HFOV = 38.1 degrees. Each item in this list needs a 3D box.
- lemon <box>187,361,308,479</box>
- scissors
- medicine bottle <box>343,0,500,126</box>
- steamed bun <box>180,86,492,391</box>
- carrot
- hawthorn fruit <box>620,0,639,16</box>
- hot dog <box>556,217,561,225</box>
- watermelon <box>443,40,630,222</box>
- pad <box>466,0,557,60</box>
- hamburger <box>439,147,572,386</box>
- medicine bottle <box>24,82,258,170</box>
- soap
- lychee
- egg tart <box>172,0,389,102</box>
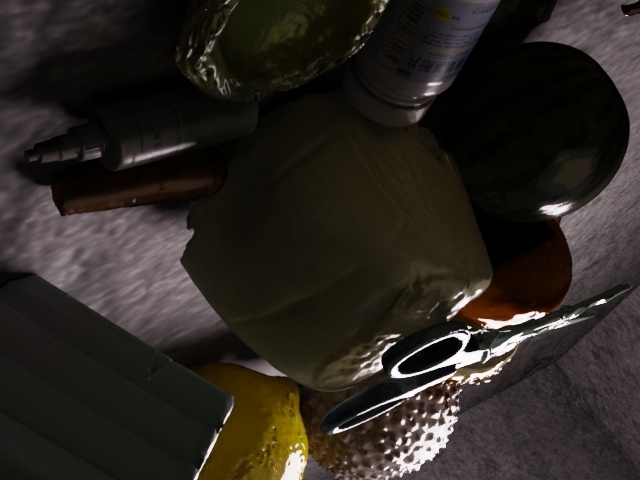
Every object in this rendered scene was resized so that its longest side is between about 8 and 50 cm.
[{"bbox_3d":[-0.153,0.305,1.325,0.310,0.258,0.258,-36,159,-5],"label":"lemon"},{"bbox_3d":[0.190,0.116,1.033,0.383,0.029,0.256,-15,156,-31],"label":"scissors"},{"bbox_3d":[0.091,-0.196,0.830,0.103,0.103,0.187,-20,154,-34],"label":"medicine bottle"},{"bbox_3d":[0.000,0.000,0.965,0.272,0.273,0.290,13,127,-42],"label":"steamed bun"},{"bbox_3d":[-0.160,-0.054,0.832,0.161,0.055,0.055,-12,149,-32],"label":"carrot"},{"bbox_3d":[0.444,-0.301,1.063,0.202,0.185,0.185,-22,161,12],"label":"hawthorn fruit"},{"bbox_3d":[0.310,-0.046,1.343,0.072,0.115,0.269,18,87,-24],"label":"hot dog"},{"bbox_3d":[0.246,-0.122,1.075,0.212,0.212,0.212,-30,158,-13],"label":"watermelon"},{"bbox_3d":[0.224,-0.276,0.995,0.127,0.004,0.190,-28,157,-18],"label":"pad"},{"bbox_3d":[0.169,0.041,1.208,0.291,0.291,0.225,-15,152,-42],"label":"hamburger"},{"bbox_3d":[-0.146,-0.091,0.757,0.199,0.058,0.057,-19,154,-34],"label":"medicine bottle"},{"bbox_3d":[-0.247,0.160,0.895,0.095,0.289,0.173,-46,-166,48],"label":"soap"},{"bbox_3d":[0.080,0.232,1.454,0.300,0.300,0.300,-30,158,-13],"label":"lychee"},{"bbox_3d":[-0.035,-0.183,0.706,0.197,0.078,0.197,-28,159,-12],"label":"egg tart"}]
